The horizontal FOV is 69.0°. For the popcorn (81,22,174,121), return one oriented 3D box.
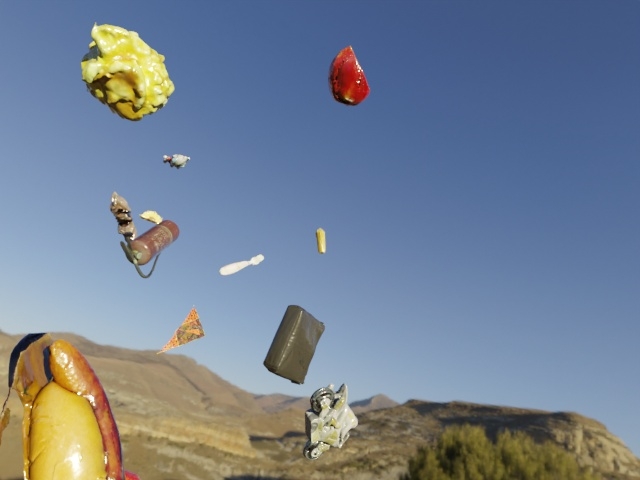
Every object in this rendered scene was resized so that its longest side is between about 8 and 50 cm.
[{"bbox_3d":[-0.707,-0.602,1.686,0.335,0.274,0.279,40,-17,-33],"label":"popcorn"}]

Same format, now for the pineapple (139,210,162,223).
[{"bbox_3d":[-0.595,-0.083,1.643,0.083,0.045,0.019,20,-40,-32],"label":"pineapple"}]

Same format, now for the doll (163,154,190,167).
[{"bbox_3d":[-0.451,-0.250,1.466,0.114,0.039,0.057,-1,-60,40],"label":"doll"}]

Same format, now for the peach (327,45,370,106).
[{"bbox_3d":[0.085,-0.482,1.383,0.127,0.092,0.172,2,-60,5],"label":"peach"}]

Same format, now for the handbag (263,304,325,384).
[{"bbox_3d":[-0.077,0.373,1.645,0.080,0.246,0.223,10,-22,37],"label":"handbag"}]

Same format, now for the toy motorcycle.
[{"bbox_3d":[0.032,0.460,1.191,0.152,0.225,0.073,-5,24,-27],"label":"toy motorcycle"}]

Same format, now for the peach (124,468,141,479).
[{"bbox_3d":[-0.518,0.622,1.053,0.243,0.243,0.199,19,-49,-14],"label":"peach"}]

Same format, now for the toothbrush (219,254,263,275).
[{"bbox_3d":[-0.213,0.066,1.288,0.030,0.025,0.307,-31,-2,11],"label":"toothbrush"}]

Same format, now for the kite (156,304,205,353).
[{"bbox_3d":[-0.441,0.312,1.579,0.125,0.222,0.008,7,-48,23],"label":"kite"}]

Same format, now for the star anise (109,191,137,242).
[{"bbox_3d":[-0.784,-0.097,1.847,0.073,0.212,0.197,-19,-41,-20],"label":"star anise"}]

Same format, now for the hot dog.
[{"bbox_3d":[-0.353,0.288,0.672,0.107,0.326,0.194,-13,0,-11],"label":"hot dog"}]

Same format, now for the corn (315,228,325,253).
[{"bbox_3d":[0.000,0.000,1.433,0.028,0.083,0.027,1,-21,-14],"label":"corn"}]

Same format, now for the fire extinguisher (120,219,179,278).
[{"bbox_3d":[-0.281,0.014,0.773,0.045,0.078,0.157,-9,16,7],"label":"fire extinguisher"}]
